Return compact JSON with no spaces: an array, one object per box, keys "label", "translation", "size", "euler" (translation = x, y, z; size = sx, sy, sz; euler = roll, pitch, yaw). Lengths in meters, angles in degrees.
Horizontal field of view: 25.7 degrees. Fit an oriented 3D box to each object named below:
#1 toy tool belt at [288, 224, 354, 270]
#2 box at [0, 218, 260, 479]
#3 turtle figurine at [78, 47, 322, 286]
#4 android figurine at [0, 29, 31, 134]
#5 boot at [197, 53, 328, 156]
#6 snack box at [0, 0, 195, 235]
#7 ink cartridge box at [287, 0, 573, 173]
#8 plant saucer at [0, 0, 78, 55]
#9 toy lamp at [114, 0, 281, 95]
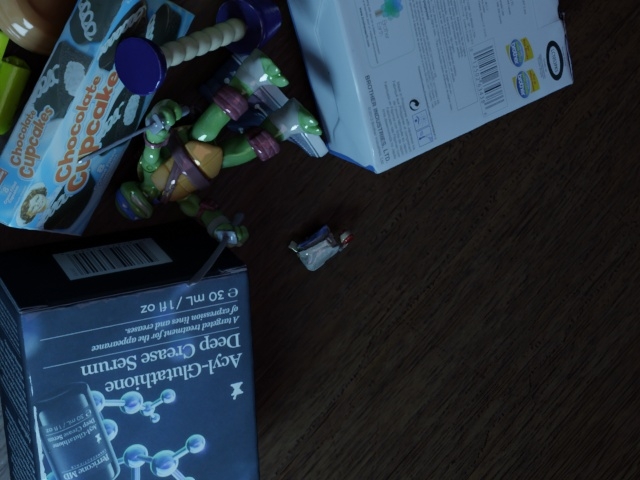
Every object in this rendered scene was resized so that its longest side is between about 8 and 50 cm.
[{"label":"toy tool belt","translation":[0.000,0.000,1.971],"size":[0.083,0.052,0.051],"euler":[-37,75,-14]},{"label":"box","translation":[-0.254,0.206,1.835],"size":[0.293,0.212,0.396],"euler":[-11,113,-22]},{"label":"turtle figurine","translation":[-0.127,-0.094,1.731],"size":[0.266,0.274,0.198],"euler":[-40,91,-3]},{"label":"android figurine","translation":[-0.480,-0.198,1.677],"size":[0.248,0.056,0.273],"euler":[20,97,-29]},{"label":"boot","translation":[-0.077,-0.163,1.875],"size":[0.086,0.069,0.190],"euler":[-42,112,2]},{"label":"snack box","translation":[-0.283,-0.163,1.715],"size":[0.322,0.060,0.187],"euler":[-62,163,6]},{"label":"ink cartridge box","translation":[0.176,-0.293,1.881],"size":[0.395,0.151,0.270],"euler":[-25,118,-19]},{"label":"plant saucer","translation":[-0.311,-0.321,1.692],"size":[0.200,0.037,0.200],"euler":[-8,104,-35]},{"label":"toy lamp","translation":[-0.142,-0.249,1.735],"size":[0.274,0.080,0.080],"euler":[-30,125,-52]}]
